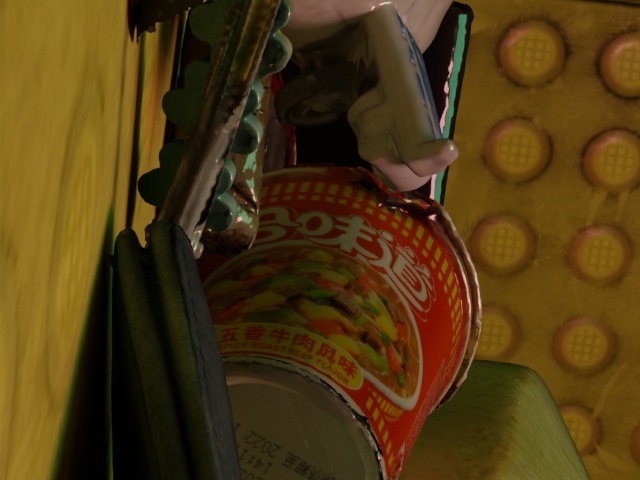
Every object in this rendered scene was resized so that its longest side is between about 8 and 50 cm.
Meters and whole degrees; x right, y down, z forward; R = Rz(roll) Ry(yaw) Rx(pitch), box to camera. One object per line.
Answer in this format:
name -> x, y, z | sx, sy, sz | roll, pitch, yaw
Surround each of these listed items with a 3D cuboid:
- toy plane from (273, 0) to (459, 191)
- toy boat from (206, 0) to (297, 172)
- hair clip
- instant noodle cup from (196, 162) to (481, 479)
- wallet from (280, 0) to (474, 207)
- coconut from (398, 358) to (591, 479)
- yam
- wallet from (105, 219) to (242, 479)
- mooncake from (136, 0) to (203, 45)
toy plane -> 0.007, -0.150, 0.786 | 0.267, 0.122, 0.267 | -18, 90, -84
toy boat -> -0.061, -0.067, 1.103 | 0.318, 0.071, 0.219 | 83, 11, -47
hair clip -> -0.048, -0.046, 0.703 | 0.049, 0.049, 0.173 | -86, -163, -63
instant noodle cup -> -0.014, 0.077, 0.911 | 0.212, 0.193, 0.193 | -66, 164, -67
wallet -> 0.000, 0.000, 1.342 | 0.062, 0.228, 0.406 | -7, 107, -51
coconut -> 0.057, 0.213, 1.139 | 0.328, 0.328, 0.281 | -158, -104, -89
yam -> -0.052, -0.060, 0.879 | 0.054, 0.054, 0.132 | 102, -6, -80
wallet -> -0.041, 0.175, 0.661 | 0.290, 0.054, 0.251 | 96, -20, -47
mooncake -> -0.026, -0.241, 0.590 | 0.150, 0.057, 0.347 | -117, -148, -84
